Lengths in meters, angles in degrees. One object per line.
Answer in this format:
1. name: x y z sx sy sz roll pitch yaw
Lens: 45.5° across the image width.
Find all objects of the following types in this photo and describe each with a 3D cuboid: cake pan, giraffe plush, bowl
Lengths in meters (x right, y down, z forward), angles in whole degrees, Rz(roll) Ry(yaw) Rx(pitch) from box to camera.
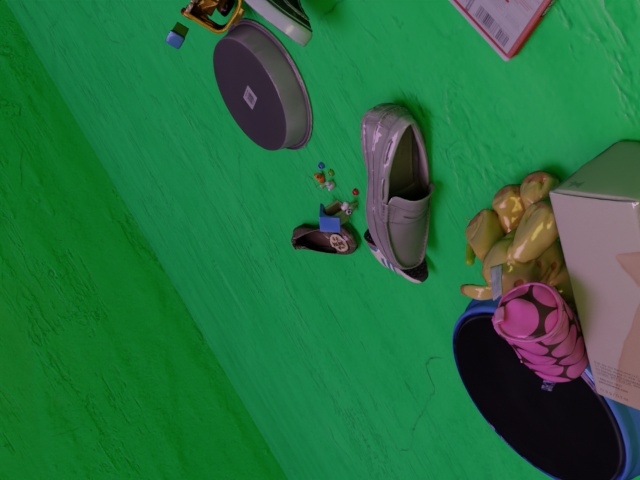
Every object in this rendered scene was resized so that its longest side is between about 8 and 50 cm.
1. cake pan: -0.129 -0.311 1.586 0.293 0.054 0.293 41 151 30
2. giraffe plush: 0.318 0.033 1.078 0.171 0.210 0.181 29 148 -19
3. bowl: 0.380 0.254 1.292 0.391 0.077 0.391 42 151 29

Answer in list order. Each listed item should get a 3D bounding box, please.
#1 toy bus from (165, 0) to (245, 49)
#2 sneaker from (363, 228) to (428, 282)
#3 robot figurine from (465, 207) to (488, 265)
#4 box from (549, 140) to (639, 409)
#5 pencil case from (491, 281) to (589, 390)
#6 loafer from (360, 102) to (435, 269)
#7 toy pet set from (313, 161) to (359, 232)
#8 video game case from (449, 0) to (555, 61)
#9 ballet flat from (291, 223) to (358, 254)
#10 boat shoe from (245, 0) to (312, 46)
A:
1. toy bus: -0.198 -0.457 1.472 0.104 0.202 0.191 30 151 -14
2. sneaker: 0.153 0.035 1.491 0.161 0.057 0.075 39 166 31
3. robot figurine: 0.275 0.005 1.202 0.101 0.067 0.115 -30 93 40
4. box: 0.400 0.048 0.935 0.121 0.148 0.311 17 135 54
5. pencil case: 0.288 0.125 0.994 0.098 0.095 0.209 3 157 30
6. loafer: 0.139 -0.077 1.303 0.111 0.112 0.319 39 150 51
7. toy pet set: 0.016 -0.079 1.579 0.122 0.065 0.114 40 150 34
8. video game case: 0.222 -0.375 0.905 0.204 0.025 0.285 52 155 12
9. ballet flat: 0.000 0.000 1.708 0.250 0.058 0.084 7 126 59
10. boat shoe: -0.091 -0.452 1.288 0.113 0.105 0.306 21 -151 -54
